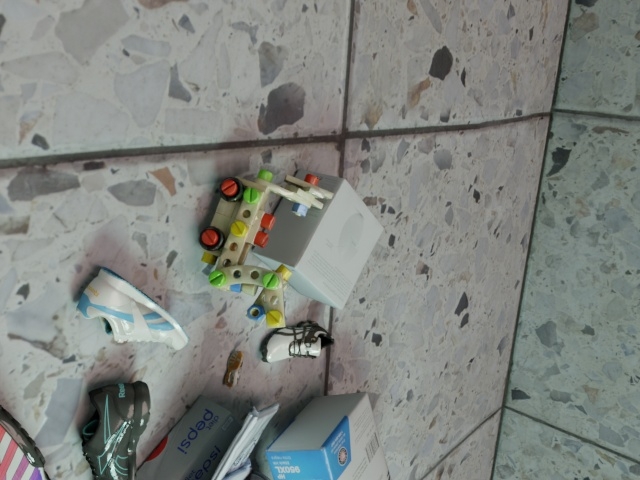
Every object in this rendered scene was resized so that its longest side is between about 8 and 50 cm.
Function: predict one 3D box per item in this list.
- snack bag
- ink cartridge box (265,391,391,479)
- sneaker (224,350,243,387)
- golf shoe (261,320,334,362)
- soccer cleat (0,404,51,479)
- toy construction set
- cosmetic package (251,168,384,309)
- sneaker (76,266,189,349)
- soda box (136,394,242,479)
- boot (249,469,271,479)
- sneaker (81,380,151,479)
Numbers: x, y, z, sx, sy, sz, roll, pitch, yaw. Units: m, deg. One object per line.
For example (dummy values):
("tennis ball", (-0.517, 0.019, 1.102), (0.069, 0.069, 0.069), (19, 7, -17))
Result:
("snack bag", (-0.188, 0.493, 1.299), (0.342, 0.037, 0.323), (-59, 170, -7))
("ink cartridge box", (0.048, 0.615, 1.524), (0.285, 0.166, 0.394), (-29, 104, -63))
("sneaker", (-0.185, 0.280, 1.374), (0.037, 0.032, 0.083), (7, 103, -66))
("golf shoe", (-0.050, 0.243, 1.474), (0.198, 0.094, 0.077), (-19, 119, -45))
("soccer cleat", (-0.489, 0.373, 0.970), (0.116, 0.109, 0.318), (-34, 131, -34))
("toy construction set", (-0.108, -0.008, 1.208), (0.151, 0.215, 0.327), (83, 29, -68))
("cosmetic package", (0.000, 0.000, 1.404), (0.224, 0.138, 0.224), (47, 66, -49))
("sneaker", (-0.327, 0.140, 1.104), (0.092, 0.087, 0.228), (-54, 132, -13))
("soda box", (-0.284, 0.461, 1.258), (0.286, 0.098, 0.091), (-50, 138, -27))
("boot", (-0.181, 0.707, 1.449), (0.222, 0.118, 0.338), (-47, 158, -50))
("sneaker", (-0.382, 0.377, 1.131), (0.106, 0.101, 0.267), (7, 99, -30))
